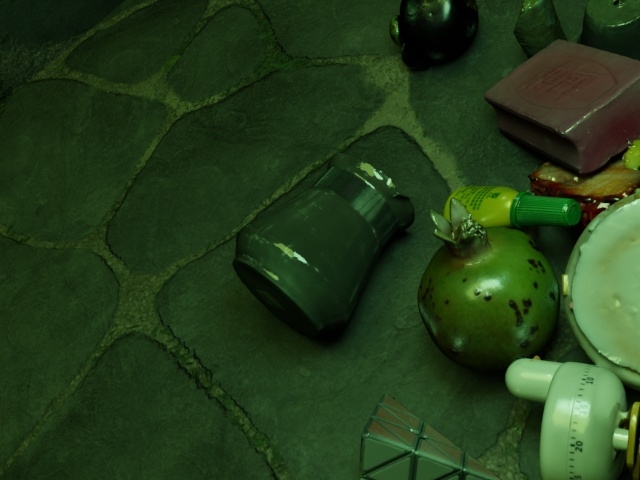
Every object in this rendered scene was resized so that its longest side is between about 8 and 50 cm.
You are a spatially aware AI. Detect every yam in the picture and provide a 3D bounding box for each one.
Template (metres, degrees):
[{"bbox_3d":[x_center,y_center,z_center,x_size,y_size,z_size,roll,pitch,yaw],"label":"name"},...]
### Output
[{"bbox_3d":[0.496,-0.484,1.906,0.106,0.259,0.106,-13,61,25],"label":"yam"}]

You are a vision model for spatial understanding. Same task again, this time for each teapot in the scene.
[{"bbox_3d":[0.000,0.000,1.851,0.362,0.305,0.376,-47,21,-18],"label":"teapot"}]

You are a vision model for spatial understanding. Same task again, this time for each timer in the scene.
[{"bbox_3d":[0.420,0.317,1.420,0.240,0.233,0.233,6,62,27],"label":"timer"}]

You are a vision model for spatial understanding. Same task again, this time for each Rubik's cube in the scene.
[{"bbox_3d":[0.154,0.416,1.555,0.233,0.229,0.228,-24,85,-34],"label":"Rubik's cube"}]

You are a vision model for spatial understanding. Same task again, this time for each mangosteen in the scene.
[{"bbox_3d":[0.283,-0.547,2.092,0.243,0.243,0.243,-14,54,19],"label":"mangosteen"}]

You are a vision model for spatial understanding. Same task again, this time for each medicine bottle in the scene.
[{"bbox_3d":[0.376,-0.062,1.666,0.309,0.076,0.111,6,52,53],"label":"medicine bottle"}]

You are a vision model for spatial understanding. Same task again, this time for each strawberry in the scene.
[{"bbox_3d":[0.562,-0.075,1.668,0.280,0.150,0.253,-11,26,29],"label":"strawberry"}]

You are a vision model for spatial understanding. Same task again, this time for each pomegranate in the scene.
[{"bbox_3d":[0.325,0.075,1.585,0.291,0.323,0.291,-1,24,1],"label":"pomegranate"}]

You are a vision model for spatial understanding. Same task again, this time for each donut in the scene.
[{"bbox_3d":[0.621,0.088,1.458,0.383,0.142,0.382,-1,88,24],"label":"donut"}]

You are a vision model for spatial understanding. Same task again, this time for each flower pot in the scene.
[{"bbox_3d":[0.678,-0.484,1.876,0.235,0.148,0.235,-14,54,21],"label":"flower pot"}]

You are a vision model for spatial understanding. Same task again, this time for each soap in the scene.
[{"bbox_3d":[0.530,-0.290,1.760,0.233,0.128,0.359,-36,27,-1],"label":"soap"}]

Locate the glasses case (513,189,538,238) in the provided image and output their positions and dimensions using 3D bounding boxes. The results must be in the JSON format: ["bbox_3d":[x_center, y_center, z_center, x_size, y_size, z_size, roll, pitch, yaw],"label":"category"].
[{"bbox_3d":[0.396,-0.059,1.770,0.193,0.070,0.102,11,81,53],"label":"glasses case"}]

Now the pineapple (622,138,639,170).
[{"bbox_3d":[0.664,-0.143,1.491,0.233,0.135,0.079,15,105,24],"label":"pineapple"}]
